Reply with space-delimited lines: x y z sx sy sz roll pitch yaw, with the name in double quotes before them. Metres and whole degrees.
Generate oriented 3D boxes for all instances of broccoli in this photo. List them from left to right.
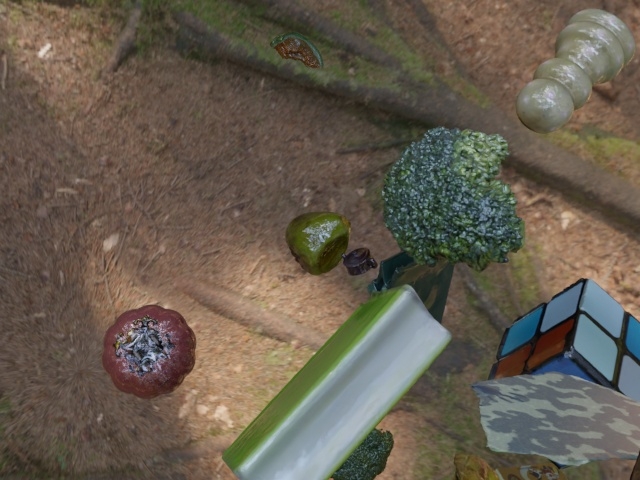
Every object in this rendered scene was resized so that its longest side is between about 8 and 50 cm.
"broccoli" 0.066 0.401 1.385 0.145 0.162 0.138 -27 51 9
"broccoli" 0.284 -0.090 1.419 0.301 0.375 0.249 -2 112 -17

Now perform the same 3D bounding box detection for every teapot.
"teapot" 0.084 0.042 1.589 0.068 0.100 0.045 -49 124 -28

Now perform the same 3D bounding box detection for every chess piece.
"chess piece" 0.308 -0.203 0.917 0.094 0.094 0.170 45 74 -6

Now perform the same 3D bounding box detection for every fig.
"fig" 0.000 0.000 1.736 0.144 0.165 0.154 24 46 -36

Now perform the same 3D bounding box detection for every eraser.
"eraser" 0.010 0.185 0.859 0.092 0.210 0.274 44 73 -2

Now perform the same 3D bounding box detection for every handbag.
"handbag" 0.206 0.166 1.775 0.238 0.089 0.327 -19 129 -41

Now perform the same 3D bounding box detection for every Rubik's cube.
"Rubik's cube" 0.368 0.191 1.057 0.167 0.183 0.180 43 41 -5

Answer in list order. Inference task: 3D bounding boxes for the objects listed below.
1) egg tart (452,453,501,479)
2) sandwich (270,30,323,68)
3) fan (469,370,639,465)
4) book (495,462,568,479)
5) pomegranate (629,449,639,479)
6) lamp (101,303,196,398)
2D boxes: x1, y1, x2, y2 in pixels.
"egg tart" 0.294 0.499 1.225 0.116 0.295 0.295 -36 93 9
"sandwich" -0.051 -0.429 1.626 0.135 0.029 0.067 15 68 -35
"fan" 0.162 0.114 0.483 0.131 0.240 0.009 9 94 26
"book" 0.581 0.674 1.786 0.207 0.020 0.295 5 34 -28
"pomegranate" 0.237 0.130 0.247 0.281 0.281 0.281 3 79 -18
"lamp" -0.326 0.213 1.395 0.181 0.140 0.182 1 69 -3
